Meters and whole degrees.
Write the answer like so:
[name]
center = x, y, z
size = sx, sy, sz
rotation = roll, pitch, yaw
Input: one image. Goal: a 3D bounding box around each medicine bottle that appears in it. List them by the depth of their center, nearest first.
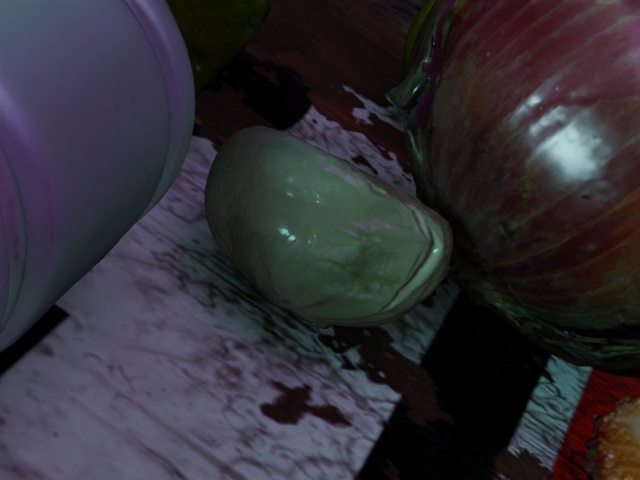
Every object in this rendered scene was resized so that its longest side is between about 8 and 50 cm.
[medicine bottle]
center = -0.213, -0.038, 0.726
size = 0.212, 0.212, 0.325
rotation = 33, 28, 0

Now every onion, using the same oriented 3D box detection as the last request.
[onion]
center = 0.203, -0.064, 1.085
size = 0.353, 0.353, 0.353
rotation = 25, 30, -15

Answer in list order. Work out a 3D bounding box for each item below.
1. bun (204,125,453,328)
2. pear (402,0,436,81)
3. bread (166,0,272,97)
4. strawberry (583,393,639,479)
[bun]
center = 0.000, 0.000, 0.981
size = 0.173, 0.113, 0.166
rotation = 28, 2, 32
[pear]
center = 0.152, -0.149, 1.342
size = 0.180, 0.166, 0.216
rotation = 44, 50, -7
[bread]
center = -0.179, -0.254, 0.964
size = 0.208, 0.251, 0.376
rotation = 37, -9, 44
[strawberry]
center = 0.275, 0.203, 0.915
size = 0.106, 0.188, 0.286
rotation = 60, -1, -27
